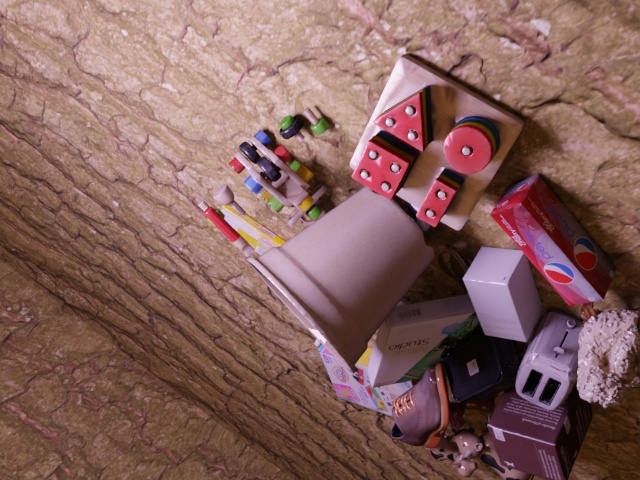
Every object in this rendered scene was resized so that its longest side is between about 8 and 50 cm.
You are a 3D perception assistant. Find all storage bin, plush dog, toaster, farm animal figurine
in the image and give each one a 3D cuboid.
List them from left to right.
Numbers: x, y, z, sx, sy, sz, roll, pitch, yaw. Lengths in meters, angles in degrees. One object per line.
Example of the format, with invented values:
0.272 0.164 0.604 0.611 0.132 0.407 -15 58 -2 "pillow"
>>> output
0.436 0.556 2.083 0.327 0.172 0.330 27 142 14 "farm animal figurine"
0.389 0.302 1.839 0.084 0.122 0.180 4 150 -31 "storage bin"
0.511 0.270 1.702 0.129 0.146 0.227 27 146 17 "toaster"
0.624 0.196 1.484 0.225 0.262 0.210 -9 88 36 "plush dog"

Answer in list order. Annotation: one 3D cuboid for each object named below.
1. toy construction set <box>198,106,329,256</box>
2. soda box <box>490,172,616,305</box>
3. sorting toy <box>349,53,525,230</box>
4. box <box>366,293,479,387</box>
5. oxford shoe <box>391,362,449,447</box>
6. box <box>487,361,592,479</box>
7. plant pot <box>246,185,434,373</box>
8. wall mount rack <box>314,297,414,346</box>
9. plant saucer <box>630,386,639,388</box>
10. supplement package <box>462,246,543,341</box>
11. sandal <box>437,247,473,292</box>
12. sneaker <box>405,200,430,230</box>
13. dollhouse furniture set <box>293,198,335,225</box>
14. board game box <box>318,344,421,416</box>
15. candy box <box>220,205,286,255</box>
-0.095 -0.091 1.710 0.237 0.309 0.257 47 154 -24 "toy construction set"
0.449 0.003 1.480 0.263 0.092 0.083 46 147 -14 "soda box"
0.199 -0.167 1.433 0.257 0.089 0.255 32 126 9 "sorting toy"
0.248 0.249 1.878 0.232 0.058 0.322 -9 147 -11 "box"
0.255 0.438 1.996 0.133 0.130 0.363 2 138 -1 "oxford shoe"
0.526 0.430 1.833 0.167 0.203 0.168 8 138 36 "box"
0.064 0.059 1.661 0.334 0.305 0.334 46 173 7 "plant pot"
0.113 0.211 2.020 0.350 0.130 0.304 28 149 15 "wall mount rack"
0.731 0.290 1.638 0.192 0.018 0.067 -10 125 50 "plant saucer"
0.395 0.115 1.657 0.105 0.105 0.179 7 137 39 "supplement package"
0.323 0.065 1.724 0.072 0.049 0.180 2 148 49 "sandal"
0.179 -0.127 1.598 0.121 0.079 0.217 20 135 30 "sneaker"
0.000 0.000 1.869 0.144 0.123 0.151 -10 124 49 "dollhouse furniture set"
0.166 0.417 2.281 0.316 0.064 0.242 13 140 33 "board game box"
-0.188 -0.018 2.113 0.206 0.027 0.105 35 145 4 "candy box"
